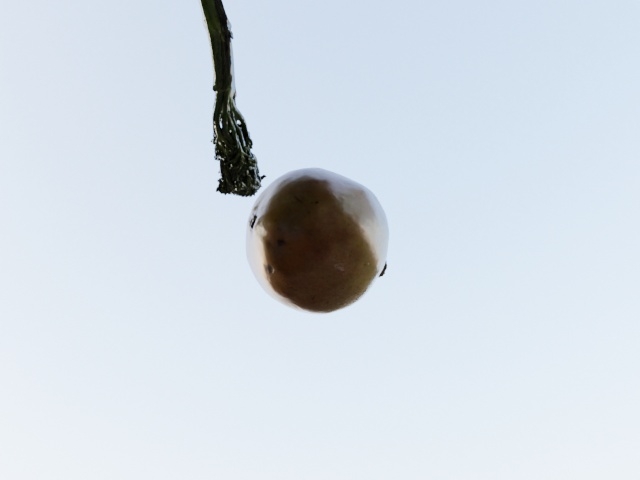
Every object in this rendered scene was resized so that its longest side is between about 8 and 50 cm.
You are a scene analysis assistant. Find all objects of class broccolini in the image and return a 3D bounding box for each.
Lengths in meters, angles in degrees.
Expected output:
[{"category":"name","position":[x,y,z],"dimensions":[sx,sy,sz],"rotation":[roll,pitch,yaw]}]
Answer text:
[{"category":"broccolini","position":[-0.091,-0.141,0.564],"dimensions":[0.054,0.051,0.239],"rotation":[-20,-51,-17]}]

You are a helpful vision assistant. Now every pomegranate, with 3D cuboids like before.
[{"category":"pomegranate","position":[-0.002,-0.003,0.790],"dimensions":[0.191,0.191,0.191],"rotation":[-5,-39,-4]}]
